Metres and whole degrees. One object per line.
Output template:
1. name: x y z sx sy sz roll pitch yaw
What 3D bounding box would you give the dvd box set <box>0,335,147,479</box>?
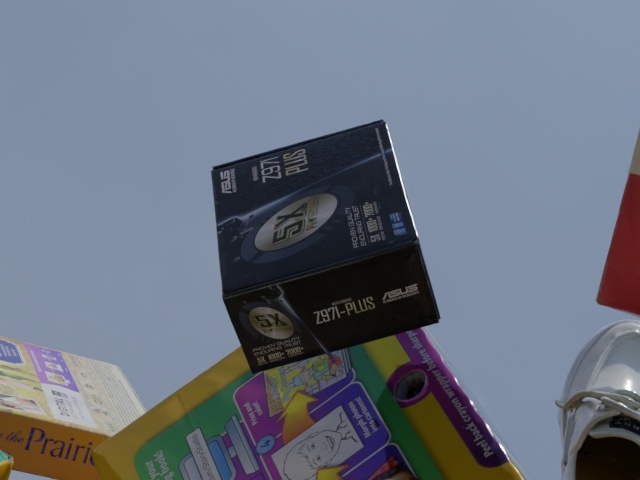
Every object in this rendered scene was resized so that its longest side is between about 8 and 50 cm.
1. dvd box set: -0.384 0.142 1.596 0.420 0.062 0.307 16 6 -20

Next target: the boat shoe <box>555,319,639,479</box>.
1. boat shoe: 0.275 0.191 1.445 0.136 0.367 0.156 19 -40 6

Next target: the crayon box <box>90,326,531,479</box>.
1. crayon box: -0.002 0.220 1.295 0.106 0.313 0.363 52 4 -36

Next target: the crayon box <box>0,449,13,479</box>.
1. crayon box: -0.274 0.183 0.767 0.081 0.165 0.278 25 11 17

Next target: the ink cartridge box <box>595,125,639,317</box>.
1. ink cartridge box: 0.359 -0.118 1.069 0.160 0.385 0.279 18 9 38

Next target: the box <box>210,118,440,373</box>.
1. box: 0.000 0.000 1.210 0.180 0.147 0.077 -99 173 -55
